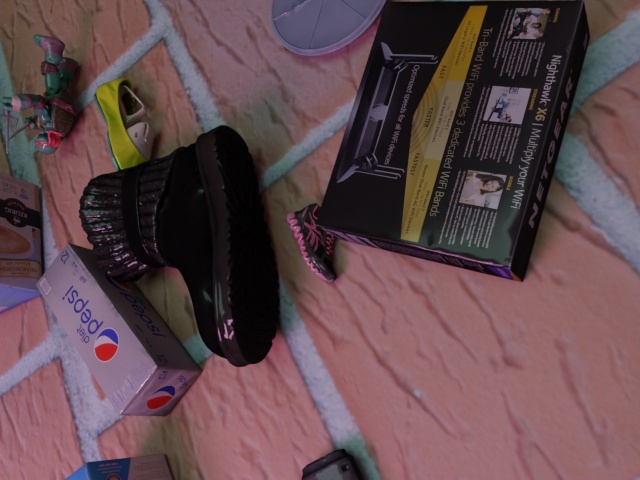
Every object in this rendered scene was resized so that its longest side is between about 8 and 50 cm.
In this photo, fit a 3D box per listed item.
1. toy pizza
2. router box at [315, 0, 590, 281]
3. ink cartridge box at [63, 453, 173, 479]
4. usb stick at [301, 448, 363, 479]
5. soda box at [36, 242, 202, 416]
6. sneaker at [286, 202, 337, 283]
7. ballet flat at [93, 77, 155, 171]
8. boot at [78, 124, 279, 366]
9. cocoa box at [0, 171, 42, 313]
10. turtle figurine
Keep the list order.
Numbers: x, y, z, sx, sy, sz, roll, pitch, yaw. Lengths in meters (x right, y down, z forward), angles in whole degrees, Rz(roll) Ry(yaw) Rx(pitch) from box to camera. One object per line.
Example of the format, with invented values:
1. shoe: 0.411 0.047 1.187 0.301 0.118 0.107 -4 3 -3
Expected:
1. toy pizza: 0.016 -0.363 0.883 0.201 0.032 0.201 -8 74 28
2. router box: 0.155 -0.129 0.711 0.243 0.081 0.308 14 83 32
3. ink cartridge box: -0.240 0.380 0.752 0.082 0.140 0.190 -37 62 17
4. usb stick: 0.056 0.371 0.646 0.077 0.045 0.277 -34 62 18
5. soda box: -0.304 0.128 0.884 0.286 0.098 0.091 42 97 31
6. sneaker: 0.000 0.000 0.787 0.057 0.047 0.119 -29 65 7
7. ballet flat: -0.321 -0.189 1.001 0.077 0.077 0.230 -29 62 5
8. boot: -0.204 0.028 0.835 0.260 0.131 0.347 -20 64 20
9. cocoa box: -0.682 -0.003 0.983 0.232 0.347 0.227 -23 67 21
10. turtle figurine: -0.510 -0.245 1.098 0.175 0.118 0.234 154 126 -67
